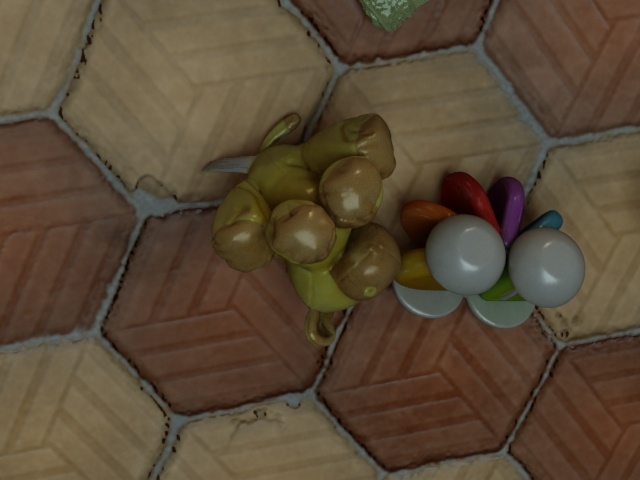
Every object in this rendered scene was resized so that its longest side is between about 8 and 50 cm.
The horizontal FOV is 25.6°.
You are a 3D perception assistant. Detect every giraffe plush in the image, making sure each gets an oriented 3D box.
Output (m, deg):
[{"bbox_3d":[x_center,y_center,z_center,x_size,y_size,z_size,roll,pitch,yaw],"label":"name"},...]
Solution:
[{"bbox_3d":[0.000,0.000,1.276,0.181,0.210,0.170,-44,121,-20],"label":"giraffe plush"}]

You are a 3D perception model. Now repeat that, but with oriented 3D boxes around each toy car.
[{"bbox_3d":[0.158,0.003,1.341,0.182,0.159,0.136,9,72,-14],"label":"toy car"}]

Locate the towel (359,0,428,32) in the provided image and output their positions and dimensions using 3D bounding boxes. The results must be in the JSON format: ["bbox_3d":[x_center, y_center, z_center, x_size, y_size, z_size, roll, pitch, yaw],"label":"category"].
[{"bbox_3d":[0.060,-0.272,1.262,0.110,0.027,0.148,-35,112,2],"label":"towel"}]
